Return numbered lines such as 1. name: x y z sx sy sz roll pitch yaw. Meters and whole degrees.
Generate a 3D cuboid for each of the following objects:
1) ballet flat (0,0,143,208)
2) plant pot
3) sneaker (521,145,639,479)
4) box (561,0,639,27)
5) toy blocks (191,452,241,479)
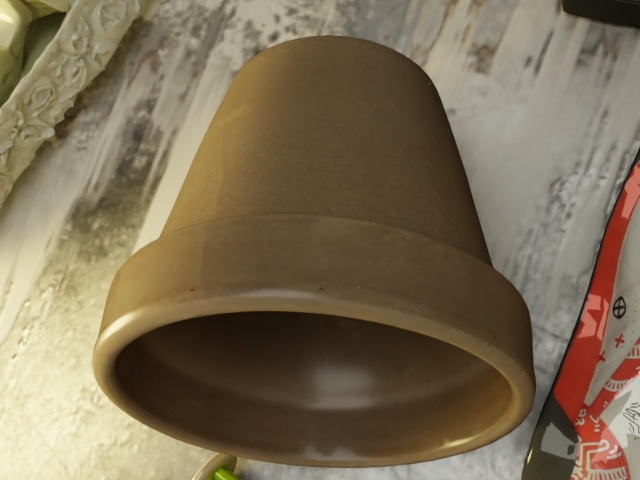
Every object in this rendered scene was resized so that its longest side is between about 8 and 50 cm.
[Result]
1. ballet flat: -0.256 -0.156 0.831 0.147 0.147 0.409 27 86 21
2. plant pot: 0.000 0.000 0.670 0.263 0.263 0.229 -7 58 16
3. sneaker: 0.237 0.056 0.645 0.145 0.090 0.270 19 83 19
4. box: 0.259 -0.336 0.609 0.179 0.312 0.343 15 82 21
5. toy blocks: -0.043 0.235 0.712 0.148 0.054 0.123 34 90 22
